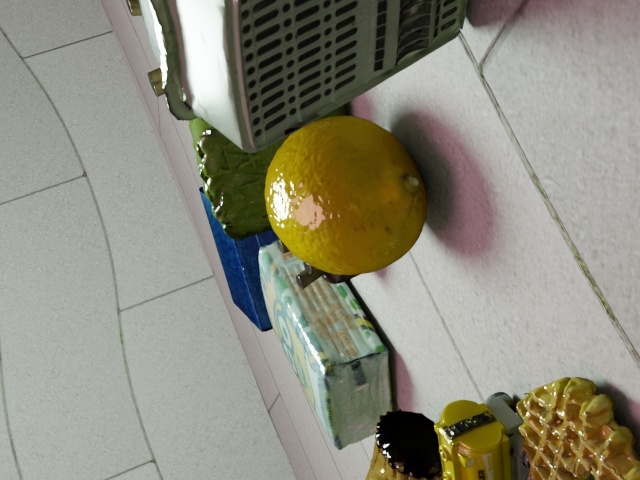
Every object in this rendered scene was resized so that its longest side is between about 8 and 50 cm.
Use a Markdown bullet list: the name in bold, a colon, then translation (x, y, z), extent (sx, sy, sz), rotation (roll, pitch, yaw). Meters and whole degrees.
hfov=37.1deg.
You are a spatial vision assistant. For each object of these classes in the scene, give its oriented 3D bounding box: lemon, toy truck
- **lemon**: translation (0.029, -0.051, 1.100), extent (0.244, 0.187, 0.187), rotation (11, 122, 60)
- **toy truck**: translation (0.192, 0.272, 1.079), extent (0.098, 0.114, 0.227), rotation (-129, 23, -52)

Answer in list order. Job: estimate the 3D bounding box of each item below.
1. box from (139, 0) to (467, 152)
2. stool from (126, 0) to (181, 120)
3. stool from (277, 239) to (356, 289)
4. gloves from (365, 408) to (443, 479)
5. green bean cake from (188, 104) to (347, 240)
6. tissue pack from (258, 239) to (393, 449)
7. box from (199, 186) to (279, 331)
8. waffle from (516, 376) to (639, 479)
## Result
- **box**: translation (-0.012, -0.227, 0.795), extent (0.166, 0.290, 0.220), rotation (45, 155, 28)
- **stool**: translation (-0.199, -0.332, 1.572), extent (0.272, 0.178, 0.272), rotation (160, 90, -77)
- **stool**: translation (0.000, 0.000, 1.429), extent (0.217, 0.121, 0.125), rotation (17, 129, 67)
- **gloves**: translation (0.135, 0.408, 1.414), extent (0.203, 0.155, 0.356), rotation (-123, 15, -54)
- **green bean cake**: translation (-0.064, -0.117, 1.307), extent (0.113, 0.214, 0.200), rotation (-117, 13, -49)
- **tissue pack**: translation (0.007, 0.166, 1.622), extent (0.228, 0.128, 0.311), rotation (83, 162, -45)
- **box**: translation (-0.146, 0.019, 2.010), extent (0.261, 0.116, 0.279), rotation (-146, 37, -69)
- **waffle**: translation (0.248, 0.205, 0.905), extent (0.149, 0.051, 0.194), rotation (66, 161, 12)
